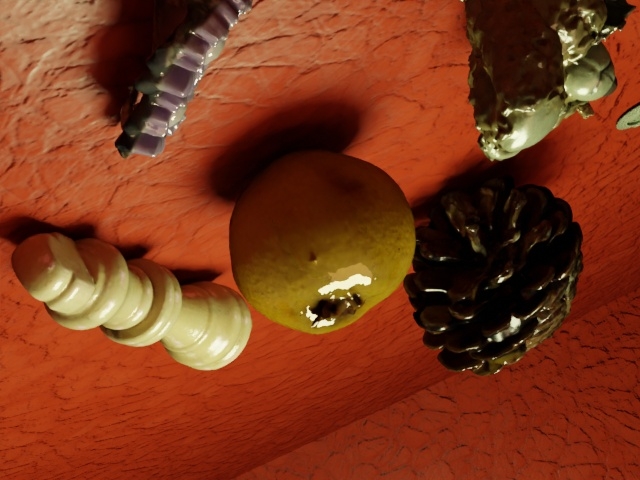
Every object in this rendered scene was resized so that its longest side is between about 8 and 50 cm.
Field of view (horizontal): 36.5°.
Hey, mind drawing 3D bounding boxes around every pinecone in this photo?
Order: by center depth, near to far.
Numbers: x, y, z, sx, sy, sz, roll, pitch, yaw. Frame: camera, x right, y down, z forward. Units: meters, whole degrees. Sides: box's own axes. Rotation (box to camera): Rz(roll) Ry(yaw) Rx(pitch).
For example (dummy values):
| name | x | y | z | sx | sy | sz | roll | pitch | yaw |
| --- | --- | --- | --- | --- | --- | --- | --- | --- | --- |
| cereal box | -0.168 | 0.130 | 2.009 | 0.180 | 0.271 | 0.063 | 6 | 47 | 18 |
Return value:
| name | x | y | z | sx | sy | sz | roll | pitch | yaw |
| --- | --- | --- | --- | --- | --- | --- | --- | --- | --- |
| pinecone | 0.244 | 0.046 | 1.395 | 0.298 | 0.242 | 0.296 | -52 | 151 | -20 |

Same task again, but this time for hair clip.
| name | x | y | z | sx | sy | sz | roll | pitch | yaw |
| --- | --- | --- | --- | --- | --- | --- | --- | --- | --- |
| hair clip | -0.118 | -0.144 | 0.759 | 0.106 | 0.085 | 0.292 | -66 | -173 | -34 |

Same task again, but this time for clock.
| name | x | y | z | sx | sy | sz | roll | pitch | yaw |
| --- | --- | --- | --- | --- | --- | --- | --- | --- | --- |
| clock | 0.477 | -0.188 | 1.448 | 0.083 | 0.010 | 0.074 | -14 | 157 | -27 |

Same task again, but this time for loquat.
| name | x | y | z | sx | sy | sz | roll | pitch | yaw |
| --- | --- | --- | --- | --- | --- | --- | --- | --- | --- |
| loquat | 0.000 | 0.000 | 1.061 | 0.208 | 0.208 | 0.208 | -23 | 159 | -9 |

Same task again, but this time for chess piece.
| name | x | y | z | sx | sy | sz | roll | pitch | yaw |
| --- | --- | --- | --- | --- | --- | --- | --- | --- | --- |
| chess piece | -0.214 | 0.071 | 1.116 | 0.117 | 0.117 | 0.397 | -31 | 157 | 12 |

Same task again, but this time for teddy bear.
| name | x | y | z | sx | sy | sz | roll | pitch | yaw |
| --- | --- | --- | --- | --- | --- | --- | --- | --- | --- |
| teddy bear | 0.212 | -0.186 | 0.939 | 0.267 | 0.156 | 0.256 | -55 | 157 | -9 |

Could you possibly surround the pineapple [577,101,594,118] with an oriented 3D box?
| name | x | y | z | sx | sy | sz | roll | pitch | yaw |
| --- | --- | --- | --- | --- | --- | --- | --- | --- | --- |
| pineapple | 0.282 | -0.189 | 1.105 | 0.077 | 0.114 | 0.114 | 3 | 145 | -20 |
